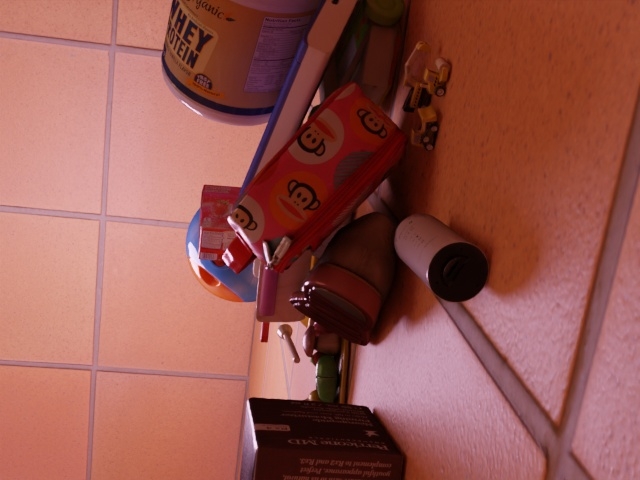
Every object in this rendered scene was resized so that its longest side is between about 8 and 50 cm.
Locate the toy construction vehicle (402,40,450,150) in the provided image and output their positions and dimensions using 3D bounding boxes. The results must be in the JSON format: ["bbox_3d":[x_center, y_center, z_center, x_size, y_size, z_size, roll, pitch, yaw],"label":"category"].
[{"bbox_3d":[0.112,-0.161,0.878,0.086,0.035,0.098,-97,15,-56],"label":"toy construction vehicle"}]

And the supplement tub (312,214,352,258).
[{"bbox_3d":[0.016,-0.029,1.330,0.071,0.071,0.107,-101,18,-63],"label":"supplement tub"}]

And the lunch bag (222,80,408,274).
[{"bbox_3d":[-0.021,-0.056,0.984,0.258,0.120,0.293,-46,0,-1],"label":"lunch bag"}]

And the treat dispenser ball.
[{"bbox_3d":[-0.192,0.012,1.982,0.288,0.288,0.288,-175,90,-82],"label":"treat dispenser ball"}]

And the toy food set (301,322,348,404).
[{"bbox_3d":[0.001,0.194,1.284,0.128,0.071,0.218,154,122,-80],"label":"toy food set"}]

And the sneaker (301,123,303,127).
[{"bbox_3d":[-0.057,-0.168,1.592,0.145,0.090,0.270,120,153,-68],"label":"sneaker"}]

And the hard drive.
[{"bbox_3d":[-0.024,-0.211,1.077,0.319,0.040,0.210,121,173,-53],"label":"hard drive"}]

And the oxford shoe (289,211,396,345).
[{"bbox_3d":[0.045,0.055,1.055,0.130,0.123,0.348,-60,2,-14],"label":"oxford shoe"}]

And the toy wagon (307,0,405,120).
[{"bbox_3d":[0.045,-0.334,1.201,0.267,0.068,0.344,123,149,-54],"label":"toy wagon"}]

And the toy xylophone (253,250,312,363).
[{"bbox_3d":[-0.069,0.071,1.315,0.322,0.081,0.236,-160,75,-83],"label":"toy xylophone"}]

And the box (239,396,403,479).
[{"bbox_3d":[-0.010,0.300,0.953,0.203,0.168,0.167,-156,72,-81],"label":"box"}]

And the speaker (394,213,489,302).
[{"bbox_3d":[0.107,0.013,0.726,0.136,0.055,0.055,-122,38,-76],"label":"speaker"}]

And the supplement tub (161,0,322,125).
[{"bbox_3d":[-0.110,-0.359,1.205,0.316,0.228,0.228,114,161,-45],"label":"supplement tub"}]

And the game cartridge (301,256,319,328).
[{"bbox_3d":[0.000,0.000,1.525,0.285,0.052,0.324,-168,87,-82],"label":"game cartridge"}]

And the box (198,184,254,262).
[{"bbox_3d":[-0.139,-0.032,1.748,0.128,0.256,0.123,107,164,-55],"label":"box"}]
